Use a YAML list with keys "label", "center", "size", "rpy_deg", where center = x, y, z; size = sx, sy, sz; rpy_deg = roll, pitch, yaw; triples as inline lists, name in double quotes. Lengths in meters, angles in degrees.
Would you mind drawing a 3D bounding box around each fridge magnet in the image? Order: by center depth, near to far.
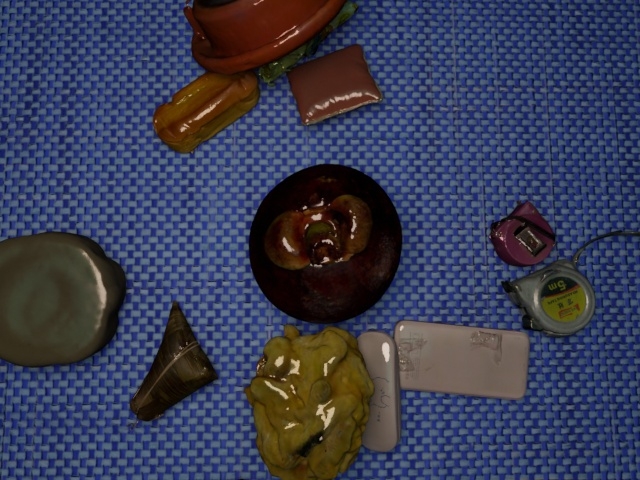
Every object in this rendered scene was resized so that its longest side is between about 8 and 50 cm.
- label: "fridge magnet"
  center: [-0.104, -0.464, 0.841]
  size: [0.363, 0.155, 0.364]
  rpy_deg: [-15, 50, 18]

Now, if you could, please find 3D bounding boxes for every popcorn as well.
- label: "popcorn"
  center: [-0.020, 0.296, 0.807]
  size: [0.252, 0.215, 0.286]
  rpy_deg: [19, 81, 32]

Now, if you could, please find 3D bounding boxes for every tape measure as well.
- label: "tape measure"
  center: [0.560, 0.087, 0.905]
  size: [0.330, 0.084, 0.164]
  rpy_deg: [-21, 87, -3]
- label: "tape measure"
  center: [0.425, -0.007, 0.917]
  size: [0.118, 0.074, 0.125]
  rpy_deg: [-43, 85, -5]

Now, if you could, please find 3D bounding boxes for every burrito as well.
- label: "burrito"
  center: [-0.014, -0.430, 0.916]
  size: [0.288, 0.104, 0.054]
  rpy_deg: [-45, 117, -15]

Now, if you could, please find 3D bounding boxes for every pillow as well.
- label: "pillow"
  center: [0.027, -0.329, 0.928]
  size: [0.179, 0.075, 0.171]
  rpy_deg: [-19, 65, 5]

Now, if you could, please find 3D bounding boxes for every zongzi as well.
- label: "zongzi"
  center: [-0.325, 0.246, 0.870]
  size: [0.187, 0.084, 0.184]
  rpy_deg: [-34, 72, -1]

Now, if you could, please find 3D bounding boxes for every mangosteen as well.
- label: "mangosteen"
  center: [-0.001, 0.003, 0.796]
  size: [0.297, 0.293, 0.297]
  rpy_deg: [-8, 78, 40]

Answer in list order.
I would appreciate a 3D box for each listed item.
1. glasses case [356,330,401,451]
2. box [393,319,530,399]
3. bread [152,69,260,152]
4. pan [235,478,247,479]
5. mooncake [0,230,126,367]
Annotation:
- label: "glasses case"
  center: [0.113, 0.300, 0.871]
  size: [0.092, 0.059, 0.234]
  rpy_deg: [-3, 84, 30]
- label: "box"
  center: [0.290, 0.248, 0.903]
  size: [0.285, 0.044, 0.142]
  rpy_deg: [6, 86, -2]
- label: "bread"
  center: [-0.238, -0.286, 0.916]
  size: [0.245, 0.094, 0.102]
  rpy_deg: [-36, 81, -5]
- label: "pan"
  center: [-0.172, 0.570, 0.849]
  size: [0.128, 0.048, 0.202]
  rpy_deg: [23, 82, 2]
- label: "mooncake"
  center: [-0.519, 0.111, 0.845]
  size: [0.274, 0.135, 0.275]
  rpy_deg: [0, 85, -5]
